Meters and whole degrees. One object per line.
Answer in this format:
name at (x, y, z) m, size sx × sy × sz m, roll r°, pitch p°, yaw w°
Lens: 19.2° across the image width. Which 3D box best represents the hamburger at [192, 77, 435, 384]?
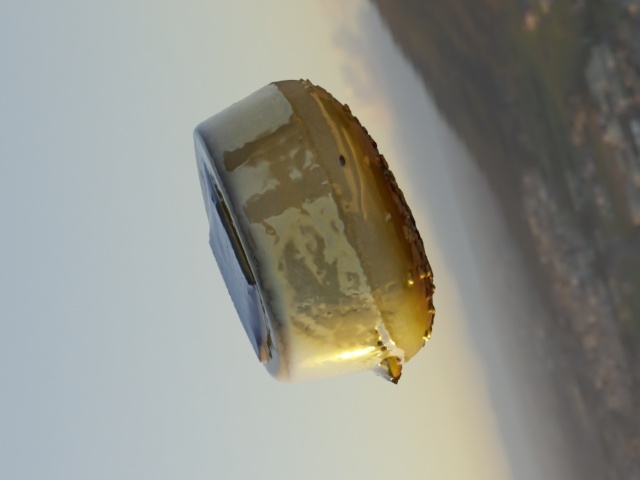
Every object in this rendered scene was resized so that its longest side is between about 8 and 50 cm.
hamburger at (0.000, 0.000, 0.780) m, size 0.126 × 0.081 × 0.141 m, roll -120°, pitch 16°, yaw -51°
